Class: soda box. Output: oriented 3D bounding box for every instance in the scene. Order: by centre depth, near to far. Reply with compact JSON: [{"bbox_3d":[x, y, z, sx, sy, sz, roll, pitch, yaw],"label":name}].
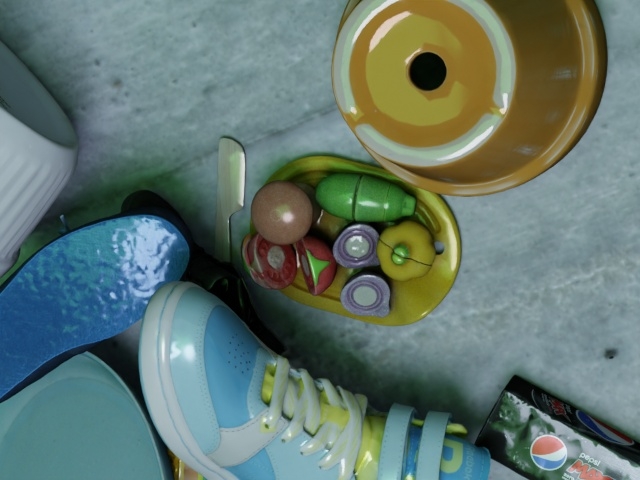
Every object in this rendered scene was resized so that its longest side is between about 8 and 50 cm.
[{"bbox_3d":[0.209,0.174,1.167,0.169,0.053,0.060,29,106,10],"label":"soda box"}]

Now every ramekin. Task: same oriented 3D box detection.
[{"bbox_3d":[-0.310,-0.104,1.179,0.127,0.273,0.273,-43,85,6],"label":"ramekin"}]

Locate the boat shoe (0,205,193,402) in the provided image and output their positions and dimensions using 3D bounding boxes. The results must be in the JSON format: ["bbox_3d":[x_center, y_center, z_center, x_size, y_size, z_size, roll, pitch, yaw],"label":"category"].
[{"bbox_3d":[-0.212,0.043,1.200,0.258,0.089,0.109,-28,100,15],"label":"boat shoe"}]

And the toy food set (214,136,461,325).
[{"bbox_3d":[0.000,0.000,1.193,0.218,0.071,0.128,14,103,15],"label":"toy food set"}]

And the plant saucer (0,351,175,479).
[{"bbox_3d":[-0.217,0.245,1.254,0.318,0.044,0.317,-8,78,43],"label":"plant saucer"}]

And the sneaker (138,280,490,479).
[{"bbox_3d":[0.010,0.136,1.121,0.208,0.127,0.319,-5,139,24],"label":"sneaker"}]

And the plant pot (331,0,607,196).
[{"bbox_3d":[0.094,-0.125,1.081,0.205,0.188,0.205,3,100,17],"label":"plant pot"}]

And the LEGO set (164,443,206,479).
[{"bbox_3d":[-0.116,0.247,1.277,0.132,0.107,0.287,37,117,45],"label":"LEGO set"}]

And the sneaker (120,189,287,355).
[{"bbox_3d":[-0.097,0.029,1.220,0.089,0.051,0.170,-17,102,58],"label":"sneaker"}]
